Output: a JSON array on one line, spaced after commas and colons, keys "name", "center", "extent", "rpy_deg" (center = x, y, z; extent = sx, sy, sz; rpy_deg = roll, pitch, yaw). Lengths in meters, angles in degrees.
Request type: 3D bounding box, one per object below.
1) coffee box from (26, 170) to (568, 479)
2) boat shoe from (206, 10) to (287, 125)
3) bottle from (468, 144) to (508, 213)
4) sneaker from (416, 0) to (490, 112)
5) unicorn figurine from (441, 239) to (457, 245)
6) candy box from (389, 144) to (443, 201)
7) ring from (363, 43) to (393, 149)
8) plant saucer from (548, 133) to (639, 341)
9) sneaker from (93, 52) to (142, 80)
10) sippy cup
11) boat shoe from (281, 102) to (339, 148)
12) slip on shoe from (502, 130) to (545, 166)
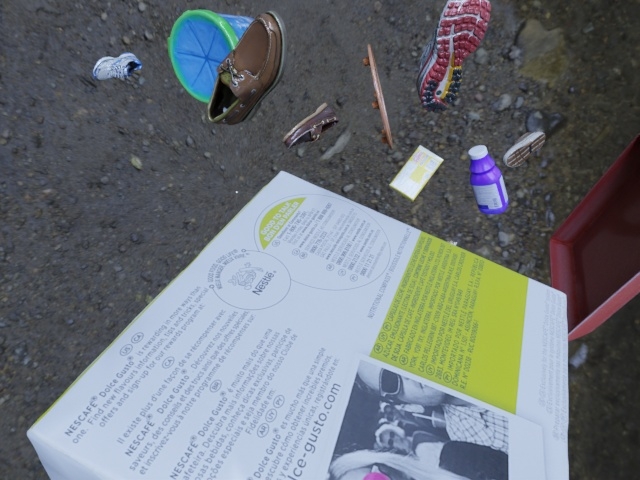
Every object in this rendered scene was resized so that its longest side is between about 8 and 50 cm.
[{"name": "coffee box", "center": [0.002, 0.196, 0.475], "extent": [0.334, 0.338, 0.338], "rpy_deg": [24, 133, 9]}, {"name": "boat shoe", "center": [-0.168, -0.357, 1.026], "extent": [0.104, 0.307, 0.111], "rpy_deg": [-26, 75, -36]}, {"name": "bottle", "center": [0.641, -0.232, 1.810], "extent": [0.092, 0.118, 0.283], "rpy_deg": [-53, 128, -33]}, {"name": "sneaker", "center": [0.224, -0.354, 0.846], "extent": [0.087, 0.093, 0.226], "rpy_deg": [6, 129, -17]}, {"name": "unicorn figurine", "center": [0.390, 0.057, 1.409], "extent": [0.161, 0.060, 0.111], "rpy_deg": [6, 88, -37]}, {"name": "candy box", "center": [0.351, -0.246, 1.714], "extent": [0.105, 0.027, 0.206], "rpy_deg": [35, 75, 15]}, {"name": "ring", "center": [0.184, -0.453, 1.502], "extent": [0.032, 0.336, 0.337], "rpy_deg": [-11, 98, 13]}, {"name": "plant saucer", "center": [0.454, 0.005, 0.732], "extent": [0.047, 0.259, 0.259], "rpy_deg": [22, 136, 3]}, {"name": "sneaker", "center": [-0.529, -0.453, 1.227], "extent": [0.058, 0.052, 0.135], "rpy_deg": [35, 54, 17]}, {"name": "sippy cup", "center": [-0.256, -0.523, 1.304], "extent": [0.305, 0.240, 0.224], "rpy_deg": [49, 42, -2]}, {"name": "boat shoe", "center": [-0.022, -0.316, 1.322], "extent": [0.073, 0.073, 0.207], "rpy_deg": [49, 60, -6]}, {"name": "slip on shoe", "center": [0.456, -0.212, 1.068], "extent": [0.135, 0.041, 0.052], "rpy_deg": [-36, 131, -18]}]
